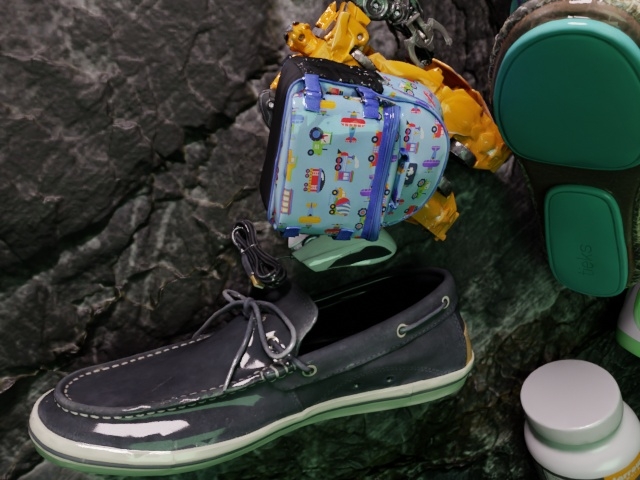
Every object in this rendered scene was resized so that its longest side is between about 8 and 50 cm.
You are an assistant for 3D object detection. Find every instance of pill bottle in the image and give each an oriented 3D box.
[{"bbox_3d":[0.408,0.327,0.805,0.162,0.162,0.278,-29,115,-3],"label":"pill bottle"}]

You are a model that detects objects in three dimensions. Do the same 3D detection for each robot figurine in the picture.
[{"bbox_3d":[0.072,-0.134,0.581,0.291,0.085,0.211,35,97,-24],"label":"robot figurine"}]

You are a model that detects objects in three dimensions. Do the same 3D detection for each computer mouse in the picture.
[{"bbox_3d":[0.000,0.000,0.612,0.193,0.106,0.042,-10,129,-20],"label":"computer mouse"}]

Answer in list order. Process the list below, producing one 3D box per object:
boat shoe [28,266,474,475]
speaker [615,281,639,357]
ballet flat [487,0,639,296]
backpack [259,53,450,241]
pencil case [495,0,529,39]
[{"bbox_3d":[-0.052,0.124,0.597,0.501,0.187,0.155,-8,107,-18],"label":"boat shoe"},{"bbox_3d":[0.539,0.034,0.750,0.131,0.131,0.296,11,107,-19],"label":"speaker"},{"bbox_3d":[0.296,-0.111,0.570,0.483,0.164,0.181,48,63,-48],"label":"ballet flat"},{"bbox_3d":[0.040,-0.076,0.487,0.174,0.116,0.158,6,117,-16],"label":"backpack"},{"bbox_3d":[0.241,-0.282,0.582,0.070,0.064,0.151,10,109,11],"label":"pencil case"}]
